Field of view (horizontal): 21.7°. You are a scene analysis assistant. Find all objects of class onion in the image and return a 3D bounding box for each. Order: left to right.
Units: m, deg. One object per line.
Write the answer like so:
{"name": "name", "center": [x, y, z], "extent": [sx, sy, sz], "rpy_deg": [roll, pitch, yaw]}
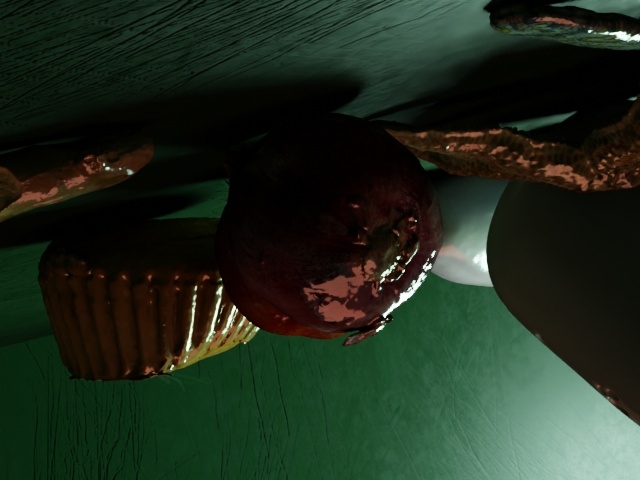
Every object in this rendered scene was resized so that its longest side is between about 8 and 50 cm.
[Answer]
{"name": "onion", "center": [-0.007, -0.025, 1.210], "extent": [0.159, 0.159, 0.195], "rpy_deg": [-11, -149, -34]}

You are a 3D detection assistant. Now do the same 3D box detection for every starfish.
{"name": "starfish", "center": [0.220, -0.078, 1.366], "extent": [0.358, 0.078, 0.347], "rpy_deg": [-6, -179, 43]}

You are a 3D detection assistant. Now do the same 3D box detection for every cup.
{"name": "cup", "center": [0.349, 0.020, 1.592], "extent": [0.357, 0.274, 0.259], "rpy_deg": [-4, 126, -50]}

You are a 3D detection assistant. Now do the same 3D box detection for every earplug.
{"name": "earplug", "center": [0.195, -0.012, 1.974], "extent": [0.172, 0.172, 0.301], "rpy_deg": [-16, 170, 32]}

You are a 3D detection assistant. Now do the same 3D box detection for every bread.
{"name": "bread", "center": [-0.145, 0.047, 1.566], "extent": [0.240, 0.139, 0.240], "rpy_deg": [-6, -176, 0]}

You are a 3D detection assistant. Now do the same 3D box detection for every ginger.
{"name": "ginger", "center": [-0.167, -0.042, 1.037], "extent": [0.137, 0.044, 0.057], "rpy_deg": [-19, 148, -13]}

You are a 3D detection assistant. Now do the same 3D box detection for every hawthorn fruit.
{"name": "hawthorn fruit", "center": [0.000, 0.003, 1.428], "extent": [0.173, 0.173, 0.179], "rpy_deg": [-10, 169, -47]}

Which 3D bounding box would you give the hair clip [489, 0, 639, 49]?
{"name": "hair clip", "center": [0.195, -0.134, 1.005], "extent": [0.229, 0.036, 0.066], "rpy_deg": [-11, -178, -35]}

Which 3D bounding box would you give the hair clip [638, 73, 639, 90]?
{"name": "hair clip", "center": [0.348, -0.140, 1.393], "extent": [0.220, 0.054, 0.140], "rpy_deg": [-8, 178, -37]}
